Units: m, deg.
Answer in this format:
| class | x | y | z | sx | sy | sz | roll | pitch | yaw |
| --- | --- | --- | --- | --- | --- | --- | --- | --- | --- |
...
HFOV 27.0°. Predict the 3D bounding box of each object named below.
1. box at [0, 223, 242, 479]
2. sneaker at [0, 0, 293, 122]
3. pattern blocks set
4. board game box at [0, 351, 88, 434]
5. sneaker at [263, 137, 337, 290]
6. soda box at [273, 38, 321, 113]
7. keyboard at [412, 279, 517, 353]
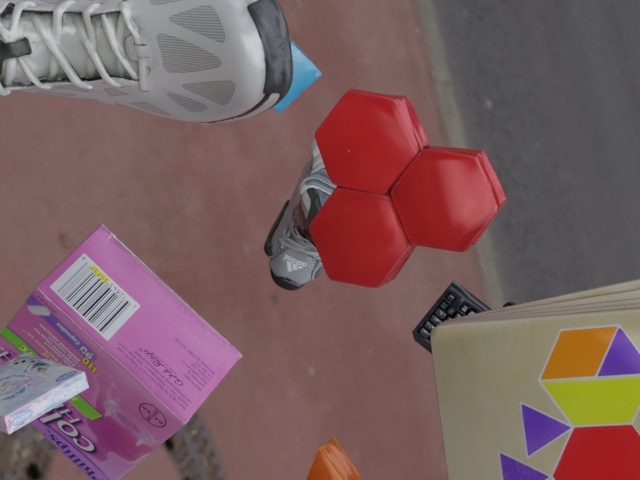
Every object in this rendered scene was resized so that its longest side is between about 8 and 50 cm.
| class | x | y | z | sx | sy | sz | roll | pitch | yaw |
| --- | --- | --- | --- | --- | --- | --- | --- | --- | --- |
| box | -0.245 | 0.137 | 1.498 | 0.213 | 0.243 | 0.117 | 44 | 51 | -4 |
| sneaker | -0.251 | -0.168 | 1.279 | 0.257 | 0.448 | 0.169 | -27 | 119 | -41 |
| pattern blocks set | 0.122 | 0.102 | 0.529 | 0.026 | 0.286 | 0.324 | -23 | 114 | -69 |
| board game box | -0.270 | 0.135 | 1.190 | 0.090 | 0.090 | 0.020 | -29 | 119 | -41 |
| sneaker | 0.000 | 0.000 | 1.148 | 0.086 | 0.132 | 0.228 | 27 | 19 | -7 |
| soda box | -0.081 | -0.222 | 1.484 | 0.067 | 0.071 | 0.210 | 51 | 7 | 29 |
| keyboard | 0.197 | 0.117 | 1.422 | 0.180 | 0.108 | 0.023 | 38 | 10 | 5 |
